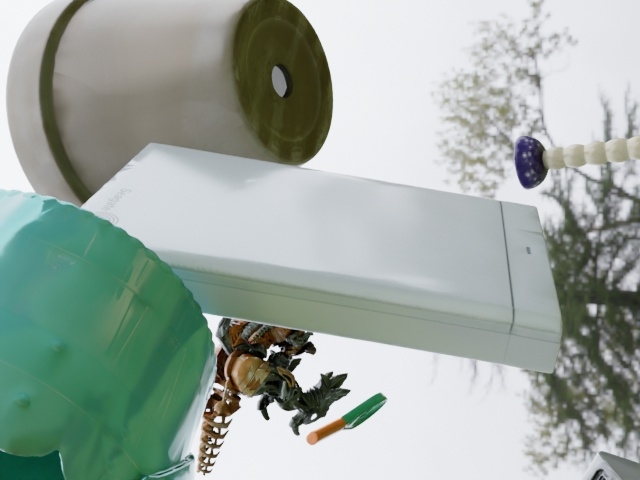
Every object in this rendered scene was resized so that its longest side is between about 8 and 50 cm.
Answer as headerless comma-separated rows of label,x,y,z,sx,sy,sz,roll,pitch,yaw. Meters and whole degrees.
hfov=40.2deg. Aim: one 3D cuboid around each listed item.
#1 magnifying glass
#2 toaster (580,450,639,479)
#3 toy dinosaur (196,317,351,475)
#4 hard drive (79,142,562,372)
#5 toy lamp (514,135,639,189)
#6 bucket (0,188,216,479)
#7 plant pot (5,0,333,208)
magnifying glass,0.049,0.333,1.621,0.026,0.092,0.231,50,-150,17
toaster,0.352,0.364,1.017,0.168,0.110,0.185,-63,16,12
toy dinosaur,-0.097,0.186,1.304,0.322,0.164,0.218,-47,-46,6
hard drive,0.000,0.000,0.695,0.233,0.353,0.047,-70,-12,-65
toy lamp,0.374,-0.108,1.044,0.080,0.275,0.080,17,-111,-55
bucket,-0.208,0.115,0.564,0.183,0.281,0.281,-66,-36,-49
plant pot,-0.148,-0.165,1.032,0.323,0.281,0.323,12,-105,-55
